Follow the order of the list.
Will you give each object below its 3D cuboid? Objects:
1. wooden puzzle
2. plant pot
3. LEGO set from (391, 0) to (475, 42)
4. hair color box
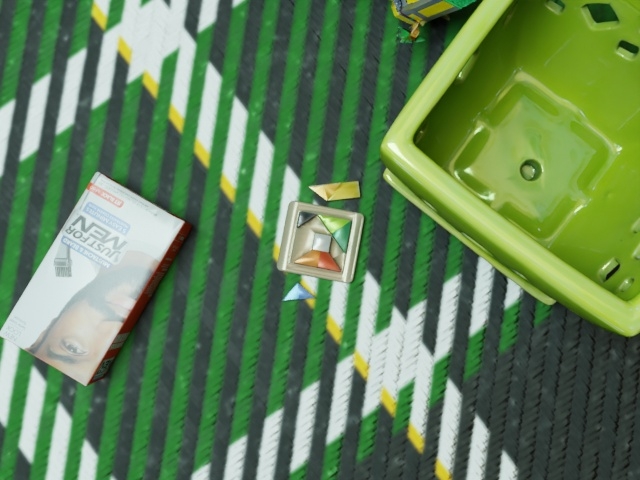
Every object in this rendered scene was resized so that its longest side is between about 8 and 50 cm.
[{"bbox_3d":[0.000,0.000,0.705,0.079,0.014,0.116,4,86,0],"label":"wooden puzzle"},{"bbox_3d":[0.191,-0.077,0.615,0.227,0.207,0.228,38,86,2],"label":"plant pot"},{"bbox_3d":[0.029,-0.345,0.678,0.255,0.192,0.331,7,88,-29],"label":"LEGO set"},{"bbox_3d":[-0.200,0.034,0.682,0.093,0.053,0.167,29,87,1],"label":"hair color box"}]
